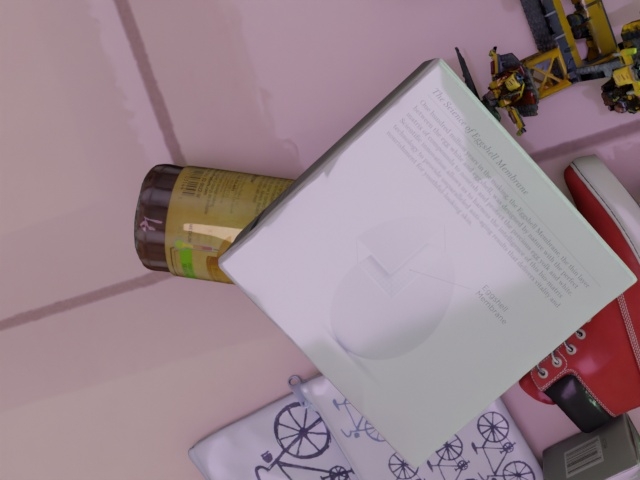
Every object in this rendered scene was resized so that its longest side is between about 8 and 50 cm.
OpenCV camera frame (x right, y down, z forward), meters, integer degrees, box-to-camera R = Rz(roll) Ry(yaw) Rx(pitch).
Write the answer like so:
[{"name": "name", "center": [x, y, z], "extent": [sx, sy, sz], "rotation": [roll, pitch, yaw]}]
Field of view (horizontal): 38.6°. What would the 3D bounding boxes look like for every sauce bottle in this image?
[{"name": "sauce bottle", "center": [0.000, 0.000, 0.864], "extent": [0.344, 0.111, 0.111], "rotation": [8, 103, 10]}]

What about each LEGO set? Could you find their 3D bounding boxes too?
[{"name": "LEGO set", "center": [0.150, -0.219, 0.713], "extent": [0.192, 0.255, 0.331], "rotation": [-26, 108, -12]}]

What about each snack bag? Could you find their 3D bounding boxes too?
[{"name": "snack bag", "center": [0.062, 0.277, 0.949], "extent": [0.342, 0.037, 0.323], "rotation": [-28, 95, 16]}]

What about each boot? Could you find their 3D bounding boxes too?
[{"name": "boot", "center": [0.241, 0.057, 0.843], "extent": [0.176, 0.088, 0.244], "rotation": [-27, 99, 17]}]

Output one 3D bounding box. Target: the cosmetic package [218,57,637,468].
[{"name": "cosmetic package", "center": [0.081, 0.011, 0.736], "extent": [0.225, 0.138, 0.224], "rotation": [-42, 96, 9]}]

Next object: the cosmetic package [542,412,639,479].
[{"name": "cosmetic package", "center": [0.307, 0.301, 0.857], "extent": [0.107, 0.127, 0.238], "rotation": [-32, 95, 16]}]
